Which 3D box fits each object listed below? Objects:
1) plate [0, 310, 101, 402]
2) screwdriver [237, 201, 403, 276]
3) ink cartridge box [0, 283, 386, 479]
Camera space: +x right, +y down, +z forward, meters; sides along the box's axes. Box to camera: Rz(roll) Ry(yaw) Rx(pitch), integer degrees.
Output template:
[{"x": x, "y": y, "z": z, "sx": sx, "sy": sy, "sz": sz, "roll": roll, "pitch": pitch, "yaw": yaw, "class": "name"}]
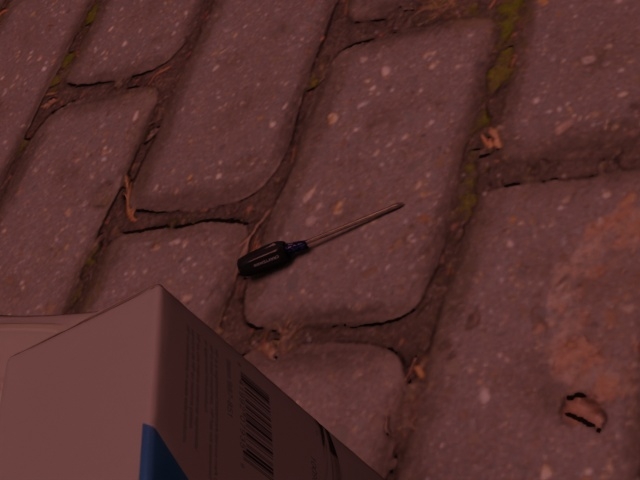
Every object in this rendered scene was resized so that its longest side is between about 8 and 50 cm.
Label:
[{"x": -0.337, "y": 0.180, "z": 1.225, "sx": 0.277, "sy": 0.045, "sz": 0.278, "roll": -3, "pitch": 54, "yaw": 36, "class": "plate"}, {"x": 0.000, "y": 0.000, "z": 1.143, "sx": 0.170, "sy": 0.024, "sz": 0.025, "roll": -17, "pitch": 75, "yaw": 17, "class": "screwdriver"}, {"x": -0.059, "y": 0.211, "z": 0.770, "sx": 0.129, "sy": 0.307, "sz": 0.223, "roll": -26, "pitch": 42, "yaw": 21, "class": "ink cartridge box"}]
